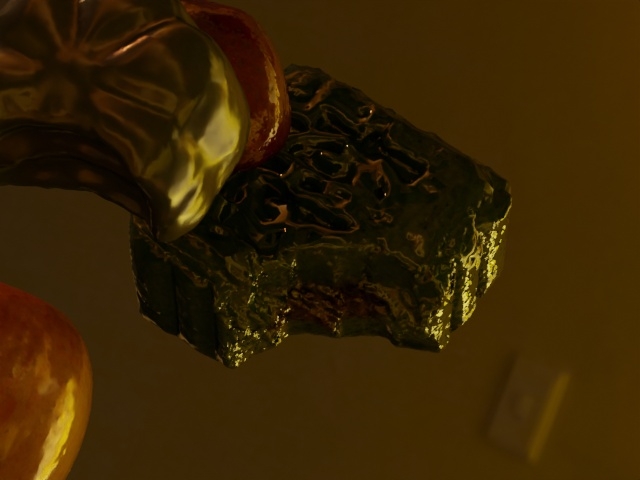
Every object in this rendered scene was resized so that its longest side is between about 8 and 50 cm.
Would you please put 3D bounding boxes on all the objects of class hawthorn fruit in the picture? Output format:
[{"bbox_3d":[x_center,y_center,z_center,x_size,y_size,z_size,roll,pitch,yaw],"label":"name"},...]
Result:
[{"bbox_3d":[-0.108,-0.148,1.483,0.169,0.188,0.169,-8,-175,1],"label":"hawthorn fruit"}]

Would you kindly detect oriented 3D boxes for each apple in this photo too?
[{"bbox_3d":[-0.365,0.154,1.511,0.299,0.275,0.299,27,153,15],"label":"apple"}]

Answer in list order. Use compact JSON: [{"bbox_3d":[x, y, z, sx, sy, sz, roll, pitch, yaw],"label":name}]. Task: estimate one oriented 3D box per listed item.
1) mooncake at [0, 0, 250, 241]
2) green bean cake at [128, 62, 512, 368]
[{"bbox_3d":[-0.133,-0.077,0.959,0.175,0.168,0.104,-15,157,8],"label":"mooncake"},{"bbox_3d":[0.000,0.000,1.616,0.308,0.300,0.169,31,150,20],"label":"green bean cake"}]
